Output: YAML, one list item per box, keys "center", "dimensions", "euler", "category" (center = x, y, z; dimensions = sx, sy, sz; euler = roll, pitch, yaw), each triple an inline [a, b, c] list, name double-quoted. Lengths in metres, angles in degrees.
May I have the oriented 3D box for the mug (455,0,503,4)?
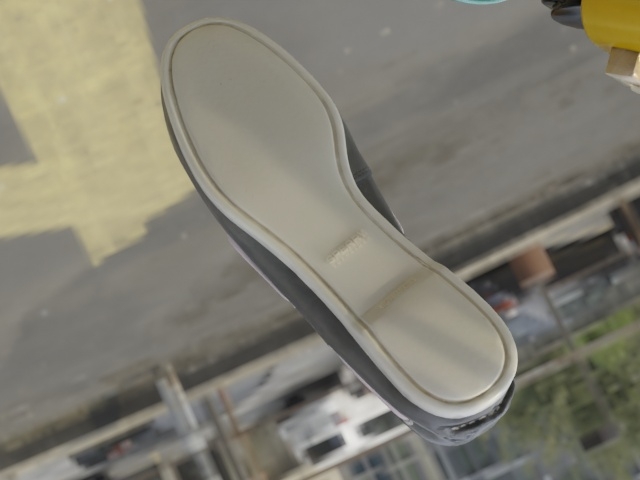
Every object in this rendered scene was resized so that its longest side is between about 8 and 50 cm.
- center: [0.126, -0.268, 1.351]
  dimensions: [0.157, 0.129, 0.097]
  euler: [-65, -169, 6]
  category: "mug"

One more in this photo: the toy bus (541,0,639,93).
- center: [0.168, -0.121, 0.796]
  dimensions: [0.191, 0.104, 0.202]
  euler: [17, 178, -5]
  category: "toy bus"

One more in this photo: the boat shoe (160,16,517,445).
- center: [0.000, 0.000, 1.107]
  dimensions: [0.112, 0.335, 0.095]
  euler: [-32, 159, -19]
  category: "boat shoe"
